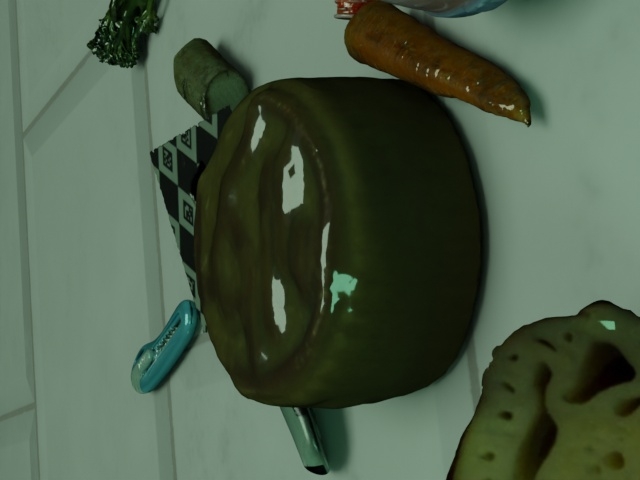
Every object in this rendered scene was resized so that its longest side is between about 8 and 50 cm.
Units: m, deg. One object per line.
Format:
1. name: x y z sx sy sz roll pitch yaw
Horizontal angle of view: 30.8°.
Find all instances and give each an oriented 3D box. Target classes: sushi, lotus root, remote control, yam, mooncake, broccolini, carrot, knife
1. sushi: -0.094 -0.019 1.252 0.231 0.047 0.220 -16 90 61
2. lotus root: 0.173 0.169 0.669 0.199 0.188 0.180 18 145 24
3. remote control: -0.049 0.109 1.123 0.097 0.045 0.256 81 164 -69
4. yam: -0.128 -0.178 1.302 0.146 0.069 0.070 47 130 50
5. mooncake: 0.000 0.000 0.974 0.284 0.155 0.285 -6 83 60
6. broccolini: -0.198 -0.339 1.453 0.392 0.074 0.079 -41 13 53
7. carrot: 0.098 -0.136 0.906 0.224 0.057 0.057 38 123 52
8. knife: -0.203 0.137 1.473 0.222 0.031 0.064 -49 44 50

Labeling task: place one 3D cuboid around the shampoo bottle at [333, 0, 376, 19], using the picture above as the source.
1. shampoo bottle: 0.039 -0.304 1.010 0.108 0.051 0.221 15 102 58

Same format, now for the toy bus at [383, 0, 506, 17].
1. toy bus: 0.055 -0.302 0.791 0.197 0.231 0.294 -35 60 57
